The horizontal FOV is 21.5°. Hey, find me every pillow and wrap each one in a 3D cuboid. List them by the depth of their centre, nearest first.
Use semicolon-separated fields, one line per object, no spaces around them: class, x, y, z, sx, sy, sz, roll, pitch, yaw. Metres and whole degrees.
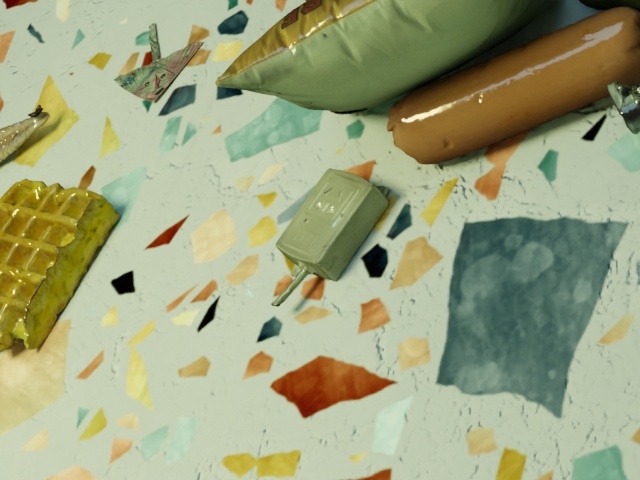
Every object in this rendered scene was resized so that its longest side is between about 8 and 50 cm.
pillow;0.081;-0.217;1.732;0.310;0.312;0.119;-22;84;20

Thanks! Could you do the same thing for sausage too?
sausage;0.203;-0.154;1.718;0.289;0.086;0.086;-22;46;22

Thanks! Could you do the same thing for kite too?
kite;-0.207;-0.231;2.157;0.137;0.005;0.152;-19;47;22

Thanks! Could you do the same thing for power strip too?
power strip;0.000;0.000;1.783;0.075;0.042;0.175;21;72;44

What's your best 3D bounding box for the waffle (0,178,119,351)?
waffle;-0.379;0.028;2.044;0.219;0.057;0.229;14;67;44

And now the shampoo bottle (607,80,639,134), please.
shampoo bottle;0.421;-0.194;1.595;0.309;0.071;0.098;-32;46;16

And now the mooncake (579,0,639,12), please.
mooncake;0.363;-0.380;1.704;0.351;0.187;0.351;-18;49;21

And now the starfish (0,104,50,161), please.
starfish;-0.563;-0.112;2.251;0.384;0.132;0.398;19;57;38
